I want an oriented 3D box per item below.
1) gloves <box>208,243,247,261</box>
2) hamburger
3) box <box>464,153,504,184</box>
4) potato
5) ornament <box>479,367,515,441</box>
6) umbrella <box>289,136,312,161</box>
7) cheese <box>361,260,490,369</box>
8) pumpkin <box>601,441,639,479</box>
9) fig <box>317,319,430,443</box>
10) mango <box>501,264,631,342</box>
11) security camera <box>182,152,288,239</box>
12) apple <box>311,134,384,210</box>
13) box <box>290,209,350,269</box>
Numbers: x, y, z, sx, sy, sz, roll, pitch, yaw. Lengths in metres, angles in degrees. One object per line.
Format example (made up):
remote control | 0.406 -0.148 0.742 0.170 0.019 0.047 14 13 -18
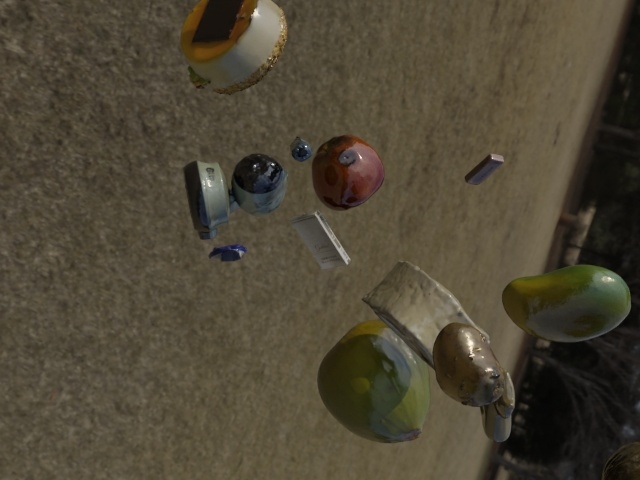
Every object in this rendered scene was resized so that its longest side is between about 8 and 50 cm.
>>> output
gloves | -0.155 0.020 1.171 0.086 0.064 0.026 -100 -175 -85
hamburger | -0.217 -0.509 1.793 0.179 0.294 0.276 40 58 -51
box | 0.429 -0.185 1.839 0.048 0.025 0.115 4 149 -30
potato | 0.297 0.255 1.428 0.137 0.176 0.137 -16 153 -8
ornament | 0.404 0.357 1.597 0.245 0.061 0.230 -86 173 -62
umbrella | -0.055 -0.244 1.876 0.053 0.052 0.250 -52 -169 6
cheese | 0.261 0.196 1.690 0.153 0.292 0.332 -45 -171 -1
pumpkin | 0.521 0.403 1.031 0.162 0.219 0.219 -38 170 22
fig | 0.164 0.412 2.000 0.343 0.343 0.343 -52 154 -39
mango | 0.387 0.101 1.105 0.085 0.191 0.122 -76 152 -58
security camera | -0.224 -0.137 1.916 0.191 0.277 0.197 96 -20 -53
apple | 0.072 -0.208 2.143 0.230 0.230 0.230 -52 154 -39
box | 0.000 0.000 2.154 0.198 0.109 0.029 57 45 -21
